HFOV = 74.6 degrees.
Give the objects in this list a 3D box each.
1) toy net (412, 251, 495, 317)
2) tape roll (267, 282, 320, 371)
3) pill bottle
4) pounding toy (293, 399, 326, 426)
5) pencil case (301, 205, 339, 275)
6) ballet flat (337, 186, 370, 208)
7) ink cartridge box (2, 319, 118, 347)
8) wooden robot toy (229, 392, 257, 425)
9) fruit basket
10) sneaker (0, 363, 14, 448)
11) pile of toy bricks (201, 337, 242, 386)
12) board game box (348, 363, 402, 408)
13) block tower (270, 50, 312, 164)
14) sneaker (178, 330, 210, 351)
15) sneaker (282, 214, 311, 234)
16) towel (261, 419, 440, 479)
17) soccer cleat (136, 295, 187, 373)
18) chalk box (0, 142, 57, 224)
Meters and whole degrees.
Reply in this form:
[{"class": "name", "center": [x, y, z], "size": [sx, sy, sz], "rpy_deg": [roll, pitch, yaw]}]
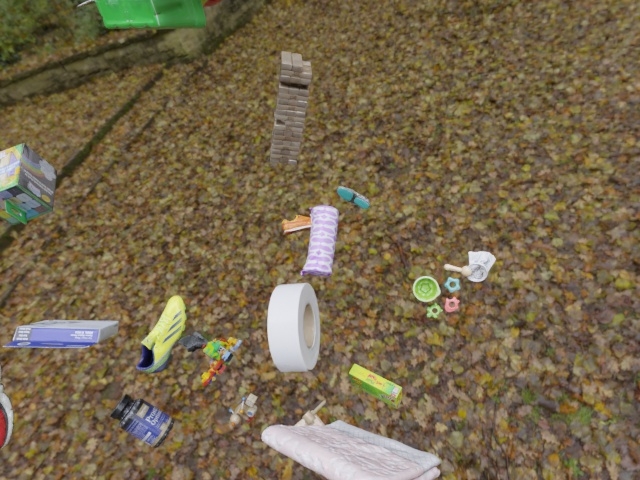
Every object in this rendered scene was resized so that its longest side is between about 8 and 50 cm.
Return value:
[{"class": "toy net", "center": [0.366, 0.113, 1.115], "size": [0.232, 0.045, 0.122], "rpy_deg": [-30, 82, 9]}, {"class": "tape roll", "center": [-0.081, 0.285, 1.390], "size": [0.100, 0.286, 0.286], "rpy_deg": [-5, 46, 12]}, {"class": "pill bottle", "center": [-0.689, 0.691, 1.621], "size": [0.123, 0.219, 0.123], "rpy_deg": [-49, 12, 14]}, {"class": "pounding toy", "center": [-0.025, 0.645, 1.442], "size": [0.181, 0.206, 0.094], "rpy_deg": [-35, 68, -20]}, {"class": "pencil case", "center": [0.000, 0.000, 1.182], "size": [0.088, 0.086, 0.206], "rpy_deg": [3, 72, 11]}, {"class": "ballet flat", "center": [0.103, -0.135, 1.301], "size": [0.114, 0.041, 0.041], "rpy_deg": [30, 56, -2]}, {"class": "ink cartridge box", "center": [-0.737, 0.266, 1.219], "size": [0.223, 0.224, 0.045], "rpy_deg": [3, 88, -8]}, {"class": "wooden robot toy", "center": [-0.268, 0.597, 1.423], "size": [0.173, 0.076, 0.079], "rpy_deg": [-47, 3, 31]}, {"class": "fruit basket", "center": [-0.317, -0.590, 0.945], "size": [0.327, 0.165, 0.353], "rpy_deg": [16, 50, 30]}, {"class": "sneaker", "center": [-0.848, 0.401, 1.022], "size": [0.107, 0.279, 0.118], "rpy_deg": [0, 14, 18]}, {"class": "pile of toy bricks", "center": [-0.369, 0.397, 1.484], "size": [0.118, 0.105, 0.212], "rpy_deg": [-50, 5, 27]}, {"class": "board game box", "center": [0.190, 0.503, 1.451], "size": [0.181, 0.092, 0.043], "rpy_deg": [20, 53, 28]}, {"class": "block tower", "center": [-0.096, -0.388, 1.292], "size": [0.091, 0.335, 0.097], "rpy_deg": [5, 44, -9]}, {"class": "sneaker", "center": [-0.531, 0.449, 1.798], "size": [0.170, 0.051, 0.089], "rpy_deg": [25, 62, 36]}, {"class": "sneaker", "center": [-0.060, -0.070, 1.577], "size": [0.175, 0.064, 0.067], "rpy_deg": [-10, 76, -29]}, {"class": "towel", "center": [0.078, 0.509, 1.010], "size": [0.332, 0.317, 0.053], "rpy_deg": [2, 77, 41]}, {"class": "soccer cleat", "center": [-0.563, 0.335, 1.487], "size": [0.093, 0.121, 0.289], "rpy_deg": [20, 91, 40]}, {"class": "chalk box", "center": [-0.849, -0.138, 1.176], "size": [0.132, 0.132, 0.213], "rpy_deg": [-19, 57, 3]}]
